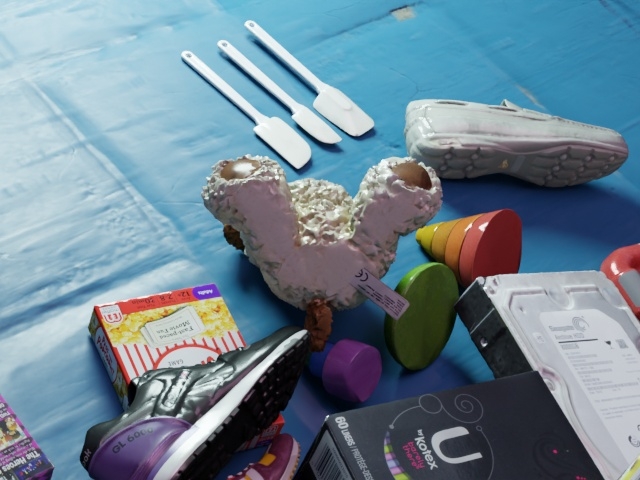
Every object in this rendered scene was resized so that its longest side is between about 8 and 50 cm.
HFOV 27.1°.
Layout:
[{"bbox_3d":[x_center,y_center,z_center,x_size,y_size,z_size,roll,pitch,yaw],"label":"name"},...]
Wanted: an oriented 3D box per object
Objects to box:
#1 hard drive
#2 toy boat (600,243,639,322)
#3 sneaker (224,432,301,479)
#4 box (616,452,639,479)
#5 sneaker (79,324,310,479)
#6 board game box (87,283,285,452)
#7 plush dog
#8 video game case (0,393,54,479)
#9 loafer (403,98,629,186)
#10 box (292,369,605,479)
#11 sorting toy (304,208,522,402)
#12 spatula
[{"bbox_3d":[0.325,0.183,1.523,0.237,0.064,0.339,0,49,-39],"label":"hard drive"},{"bbox_3d":[0.480,0.039,1.696,0.231,0.151,0.151,-11,55,-30],"label":"toy boat"},{"bbox_3d":[-0.082,0.253,1.322,0.084,0.069,0.185,25,43,0],"label":"sneaker"},{"bbox_3d":[0.269,0.309,1.298,0.058,0.232,0.087,37,45,17],"label":"box"},{"bbox_3d":[-0.121,0.150,1.315,0.124,0.107,0.283,29,41,19],"label":"sneaker"},{"bbox_3d":[-0.145,0.143,1.414,0.146,0.045,0.193,-11,54,-30],"label":"board game box"},{"bbox_3d":[0.000,0.000,1.512,0.262,0.211,0.225,0,11,-1],"label":"plush dog"},{"bbox_3d":[-0.407,0.196,1.258,0.232,0.042,0.210,-25,62,-38],"label":"video game case"},{"bbox_3d":[0.268,-0.143,1.806,0.319,0.112,0.111,4,56,-18],"label":"loafer"},{"bbox_3d":[0.130,0.256,1.354,0.270,0.143,0.165,-9,53,-30],"label":"box"},{"bbox_3d":[0.095,0.064,1.573,0.126,0.127,0.365,17,39,37],"label":"sorting toy"},{"bbox_3d":[-0.059,-0.202,1.796,0.242,0.019,0.168,42,53,19],"label":"spatula"}]
